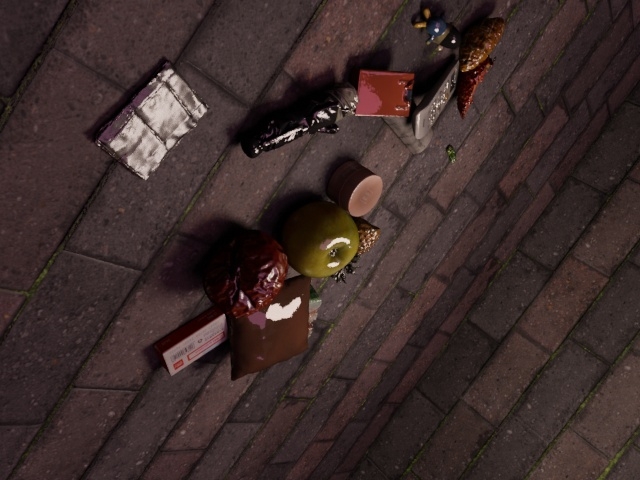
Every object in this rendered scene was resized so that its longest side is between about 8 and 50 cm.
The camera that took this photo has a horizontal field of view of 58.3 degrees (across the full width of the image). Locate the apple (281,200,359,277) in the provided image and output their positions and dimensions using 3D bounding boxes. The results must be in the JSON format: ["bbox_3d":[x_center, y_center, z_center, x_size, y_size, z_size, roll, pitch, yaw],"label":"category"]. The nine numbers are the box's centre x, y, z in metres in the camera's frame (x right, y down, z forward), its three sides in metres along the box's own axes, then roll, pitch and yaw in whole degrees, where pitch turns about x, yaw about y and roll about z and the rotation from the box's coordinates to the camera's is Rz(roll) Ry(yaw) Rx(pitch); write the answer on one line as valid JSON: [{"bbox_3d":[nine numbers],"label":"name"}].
[{"bbox_3d":[0.000,0.000,1.753,0.261,0.194,0.261,-24,138,-24],"label":"apple"}]

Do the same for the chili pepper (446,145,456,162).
[{"bbox_3d":[0.499,-0.330,2.180,0.030,0.034,0.091,-20,149,13],"label":"chili pepper"}]

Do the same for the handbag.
[{"bbox_3d":[0.174,-0.419,1.632,0.190,0.063,0.127,-5,112,-27],"label":"handbag"}]

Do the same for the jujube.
[{"bbox_3d":[-0.200,0.092,1.589,0.232,0.213,0.213,-46,146,5],"label":"jujube"}]

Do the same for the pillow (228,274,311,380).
[{"bbox_3d":[-0.155,0.276,1.836,0.305,0.108,0.308,-15,119,-34],"label":"pillow"}]

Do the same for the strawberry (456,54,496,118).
[{"bbox_3d":[0.496,-0.525,1.920,0.208,0.087,0.167,-63,173,5],"label":"strawberry"}]

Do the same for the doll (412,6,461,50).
[{"bbox_3d":[0.349,-0.620,1.693,0.179,0.089,0.102,25,102,-31],"label":"doll"}]

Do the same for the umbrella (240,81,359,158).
[{"bbox_3d":[-0.045,-0.304,1.499,0.357,0.106,0.113,-33,145,-26],"label":"umbrella"}]

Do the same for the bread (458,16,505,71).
[{"bbox_3d":[0.510,-0.644,1.831,0.233,0.105,0.076,-51,152,-12],"label":"bread"}]

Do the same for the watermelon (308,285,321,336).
[{"bbox_3d":[-0.081,0.271,2.021,0.154,0.094,0.241,-27,142,-21],"label":"watermelon"}]

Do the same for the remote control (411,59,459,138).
[{"bbox_3d":[0.364,-0.456,1.832,0.313,0.055,0.109,-55,152,-32],"label":"remote control"}]

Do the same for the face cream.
[{"bbox_3d":[0.109,-0.164,1.806,0.149,0.104,0.149,-30,141,-28],"label":"face cream"}]

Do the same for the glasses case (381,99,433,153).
[{"bbox_3d":[0.277,-0.383,1.839,0.114,0.060,0.299,-58,146,0],"label":"glasses case"}]

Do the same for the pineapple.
[{"bbox_3d":[0.111,0.043,1.998,0.125,0.125,0.251,8,119,-52],"label":"pineapple"}]

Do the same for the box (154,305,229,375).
[{"bbox_3d":[-0.375,0.297,1.719,0.229,0.050,0.123,-33,144,-26],"label":"box"}]

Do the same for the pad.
[{"bbox_3d":[-0.360,-0.255,1.253,0.233,0.022,0.174,-48,146,-6],"label":"pad"}]
